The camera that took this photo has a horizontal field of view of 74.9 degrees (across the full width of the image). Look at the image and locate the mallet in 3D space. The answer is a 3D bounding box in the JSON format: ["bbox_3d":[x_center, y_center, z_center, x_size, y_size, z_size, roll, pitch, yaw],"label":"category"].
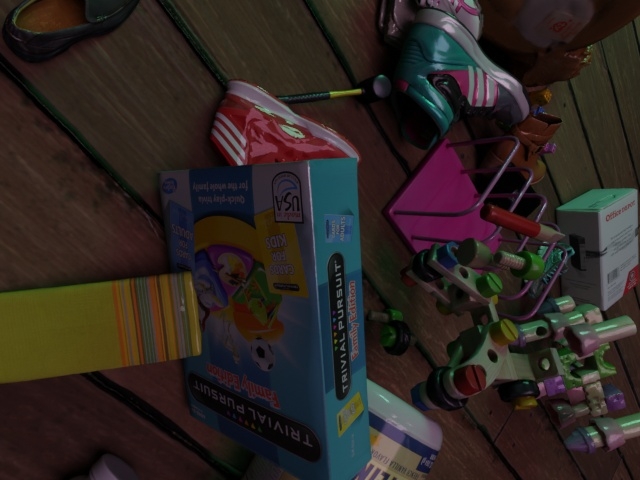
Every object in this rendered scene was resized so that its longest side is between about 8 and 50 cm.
[{"bbox_3d":[0.023,-0.223,0.636,0.190,0.062,0.039,-17,104,-30],"label":"mallet"}]

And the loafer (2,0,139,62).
[{"bbox_3d":[-0.255,-0.253,0.449,0.170,0.061,0.062,-50,119,-18],"label":"loafer"}]

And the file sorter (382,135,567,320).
[{"bbox_3d":[0.303,-0.019,0.776,0.202,0.182,0.290,-50,119,-18],"label":"file sorter"}]

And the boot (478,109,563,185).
[{"bbox_3d":[0.440,-0.190,0.862,0.197,0.072,0.152,-5,143,-31],"label":"boot"}]

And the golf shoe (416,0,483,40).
[{"bbox_3d":[0.189,-0.385,0.669,0.086,0.067,0.186,-45,110,-10],"label":"golf shoe"}]

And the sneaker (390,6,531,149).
[{"bbox_3d":[0.230,-0.229,0.718,0.296,0.124,0.178,24,101,-32],"label":"sneaker"}]

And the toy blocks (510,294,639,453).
[{"bbox_3d":[0.544,0.304,0.991,0.260,0.309,0.288,-18,95,3],"label":"toy blocks"}]

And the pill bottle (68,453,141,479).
[{"bbox_3d":[-0.293,0.340,0.488,0.160,0.087,0.087,-47,119,-19],"label":"pill bottle"}]

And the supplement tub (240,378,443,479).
[{"bbox_3d":[0.011,0.356,0.607,0.228,0.228,0.316,40,75,-31],"label":"supplement tub"}]

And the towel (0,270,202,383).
[{"bbox_3d":[-0.260,0.097,0.474,0.238,0.021,0.102,-6,95,-12],"label":"towel"}]

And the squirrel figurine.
[{"bbox_3d":[0.448,-0.523,0.791,0.397,0.281,0.370,38,57,-56],"label":"squirrel figurine"}]

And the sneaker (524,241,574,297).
[{"bbox_3d":[0.561,0.069,1.022,0.065,0.076,0.166,38,75,-30],"label":"sneaker"}]

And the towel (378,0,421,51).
[{"bbox_3d":[0.196,-0.454,0.728,0.187,0.049,0.282,12,91,-36],"label":"towel"}]

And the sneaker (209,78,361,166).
[{"bbox_3d":[-0.055,-0.120,0.600,0.221,0.087,0.128,25,91,-21],"label":"sneaker"}]

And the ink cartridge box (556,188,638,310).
[{"bbox_3d":[0.738,0.016,1.108,0.197,0.114,0.272,-22,109,-28],"label":"ink cartridge box"}]

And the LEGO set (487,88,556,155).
[{"bbox_3d":[0.445,-0.268,0.889,0.227,0.093,0.086,25,82,-33],"label":"LEGO set"}]

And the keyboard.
[{"bbox_3d":[0.403,-0.096,0.907,0.192,0.038,0.100,30,108,-40],"label":"keyboard"}]

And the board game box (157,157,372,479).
[{"bbox_3d":[-0.073,0.080,0.492,0.079,0.254,0.335,-15,105,-48],"label":"board game box"}]

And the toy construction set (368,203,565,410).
[{"bbox_3d":[0.269,0.114,0.642,0.238,0.257,0.308,15,119,-20],"label":"toy construction set"}]
